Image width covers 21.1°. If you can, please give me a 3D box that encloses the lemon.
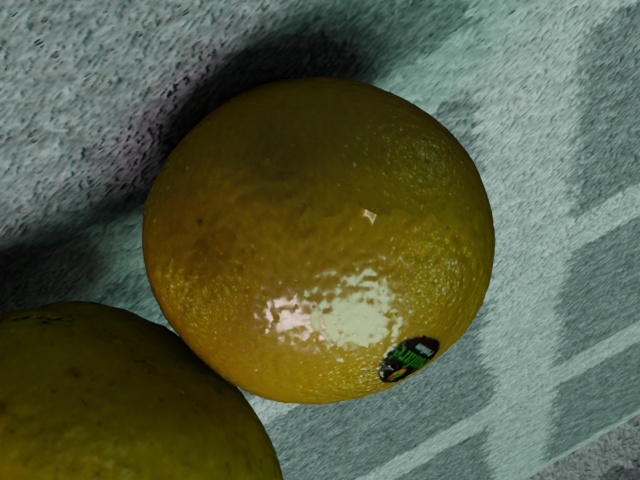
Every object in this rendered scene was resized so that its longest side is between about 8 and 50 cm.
[{"bbox_3d":[-0.153,0.180,1.148,0.258,0.310,0.258,-43,153,-29],"label":"lemon"}]

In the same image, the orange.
[{"bbox_3d":[0.000,0.000,1.121,0.236,0.236,0.236,-26,158,-11],"label":"orange"}]
